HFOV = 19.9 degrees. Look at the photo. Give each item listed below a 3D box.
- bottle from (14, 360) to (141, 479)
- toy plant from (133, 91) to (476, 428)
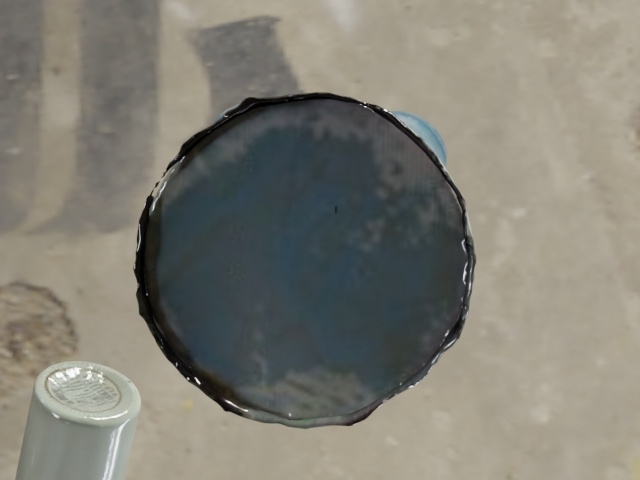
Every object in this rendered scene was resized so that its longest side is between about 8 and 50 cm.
[{"bbox_3d":[-0.240,0.240,1.727,0.104,0.104,0.245,-4,123,-32],"label":"bottle"},{"bbox_3d":[0.000,0.000,1.364,0.247,0.332,0.247,0,95,5],"label":"toy plant"}]
